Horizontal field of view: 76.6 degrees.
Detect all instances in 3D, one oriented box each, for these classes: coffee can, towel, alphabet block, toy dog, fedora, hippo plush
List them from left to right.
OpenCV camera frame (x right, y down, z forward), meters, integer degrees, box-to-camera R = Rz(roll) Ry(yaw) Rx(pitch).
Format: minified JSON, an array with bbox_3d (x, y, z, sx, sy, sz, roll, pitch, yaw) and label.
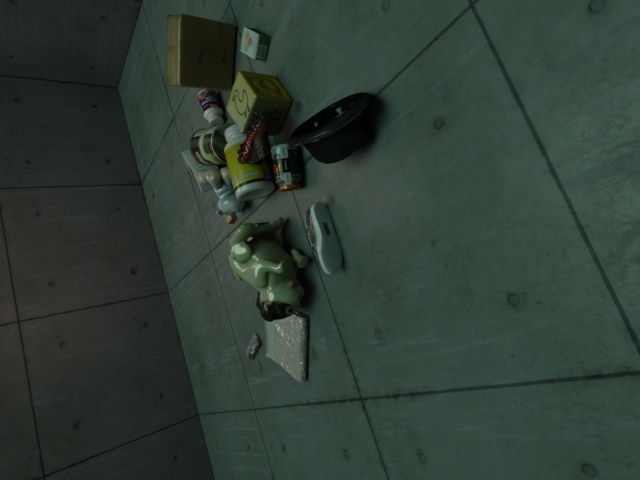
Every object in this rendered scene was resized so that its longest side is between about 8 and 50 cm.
[{"bbox_3d":[-0.536,-0.498,2.123,0.276,0.202,0.201,9,104,50],"label":"coffee can"},{"bbox_3d":[-0.515,-0.246,2.120,0.294,0.235,0.236,-4,93,51],"label":"hippo plush"},{"bbox_3d":[-0.272,-0.600,1.787,0.192,0.194,0.197,56,135,25],"label":"alphabet block"},{"bbox_3d":[-0.236,0.160,1.802,0.395,0.285,0.407,-40,76,26],"label":"toy dog"},{"bbox_3d":[-0.173,0.479,1.981,0.317,0.054,0.330,16,110,47],"label":"towel"},{"bbox_3d":[0.057,-0.376,1.427,0.334,0.334,0.152,2,133,51],"label":"fedora"}]

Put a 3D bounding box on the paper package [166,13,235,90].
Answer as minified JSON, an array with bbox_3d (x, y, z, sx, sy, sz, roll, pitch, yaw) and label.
[{"bbox_3d":[-0.599,-0.929,2.032,0.168,0.310,0.324,27,118,43],"label":"paper package"}]

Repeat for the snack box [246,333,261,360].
[{"bbox_3d":[-0.375,0.600,2.279,0.064,0.022,0.178,55,135,31],"label":"snack box"}]

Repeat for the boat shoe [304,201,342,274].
[{"bbox_3d":[0.000,0.000,1.637,0.102,0.108,0.300,-31,71,49],"label":"boat shoe"}]

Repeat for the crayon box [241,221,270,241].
[{"bbox_3d":[-0.316,0.049,2.053,0.166,0.081,0.277,0,97,51],"label":"crayon box"}]

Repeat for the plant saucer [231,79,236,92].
[{"bbox_3d":[-0.411,-0.740,2.055,0.195,0.038,0.194,13,107,48],"label":"plant saucer"}]

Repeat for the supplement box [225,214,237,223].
[{"bbox_3d":[-0.515,-0.149,2.296,0.062,0.036,0.098,-45,62,45],"label":"supplement box"}]

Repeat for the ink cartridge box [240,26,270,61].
[{"bbox_3d":[-0.319,-0.921,1.885,0.209,0.062,0.108,45,130,37],"label":"ink cartridge box"}]

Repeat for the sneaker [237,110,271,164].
[{"bbox_3d":[-0.260,-0.431,1.740,0.276,0.135,0.097,124,149,-42],"label":"sneaker"}]

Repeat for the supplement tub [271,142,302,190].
[{"bbox_3d":[-0.144,-0.312,1.743,0.117,0.117,0.190,-8,90,51],"label":"supplement tub"}]

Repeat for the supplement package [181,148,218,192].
[{"bbox_3d":[-0.683,-0.416,2.342,0.244,0.134,0.139,52,159,32],"label":"supplement package"}]

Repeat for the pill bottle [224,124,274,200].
[{"bbox_3d":[-0.347,-0.372,1.925,0.188,0.188,0.333,-26,77,50],"label":"pill bottle"}]

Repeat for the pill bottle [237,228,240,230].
[{"bbox_3d":[-0.418,-0.005,2.182,0.065,0.065,0.116,1,98,51],"label":"pill bottle"}]

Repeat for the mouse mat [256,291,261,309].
[{"bbox_3d":[-0.289,0.307,2.131,0.153,0.007,0.189,35,122,42],"label":"mouse mat"}]

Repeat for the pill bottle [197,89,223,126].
[{"bbox_3d":[-0.599,-0.727,2.232,0.108,0.108,0.193,-38,68,48],"label":"pill bottle"}]
